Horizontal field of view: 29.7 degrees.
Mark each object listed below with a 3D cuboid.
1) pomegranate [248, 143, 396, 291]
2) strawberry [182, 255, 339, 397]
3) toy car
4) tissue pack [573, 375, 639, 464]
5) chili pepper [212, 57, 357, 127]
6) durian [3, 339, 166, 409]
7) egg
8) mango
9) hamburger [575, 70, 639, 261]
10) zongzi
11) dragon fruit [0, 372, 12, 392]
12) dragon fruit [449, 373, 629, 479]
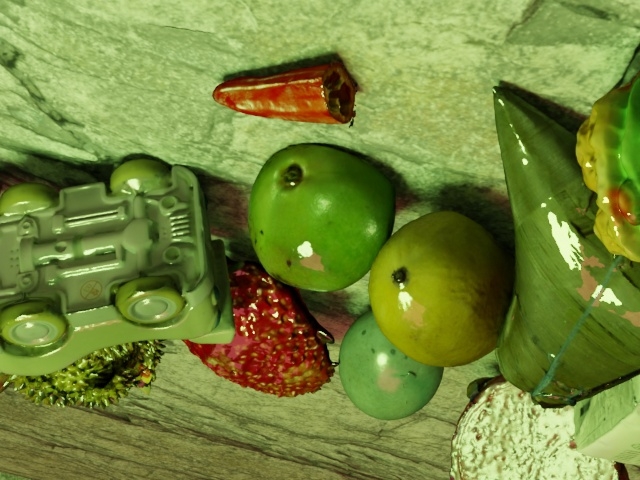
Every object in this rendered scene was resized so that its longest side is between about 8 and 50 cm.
[{"bbox_3d":[-0.012,-0.006,1.578,0.189,0.159,0.241,20,155,-13],"label":"pomegranate"},{"bbox_3d":[-0.095,0.166,1.849,0.233,0.138,0.306,-20,120,43],"label":"strawberry"},{"bbox_3d":[-0.301,0.052,1.651,0.336,0.242,0.226,-13,147,2],"label":"toy car"},{"bbox_3d":[0.577,0.225,1.752,0.356,0.194,0.266,9,155,-6],"label":"tissue pack"},{"bbox_3d":[-0.051,-0.167,1.383,0.168,0.065,0.088,2,152,26],"label":"chili pepper"},{"bbox_3d":[-0.377,0.143,1.936,0.292,0.258,0.258,3,159,-25],"label":"durian"},{"bbox_3d":[0.112,0.194,1.912,0.169,0.169,0.236,8,155,6],"label":"egg"},{"bbox_3d":[0.174,0.074,1.582,0.142,0.195,0.331,19,173,36],"label":"mango"},{"bbox_3d":[0.355,-0.070,1.238,0.149,0.237,0.237,-8,148,42],"label":"hamburger"},{"bbox_3d":[0.271,0.024,1.472,0.393,0.174,0.356,40,144,-4],"label":"zongzi"},{"bbox_3d":[-0.610,0.164,2.075,0.298,0.244,0.244,-16,147,14],"label":"dragon fruit"},{"bbox_3d":[0.367,0.335,2.039,0.314,0.296,0.263,-3,-175,21],"label":"dragon fruit"}]
